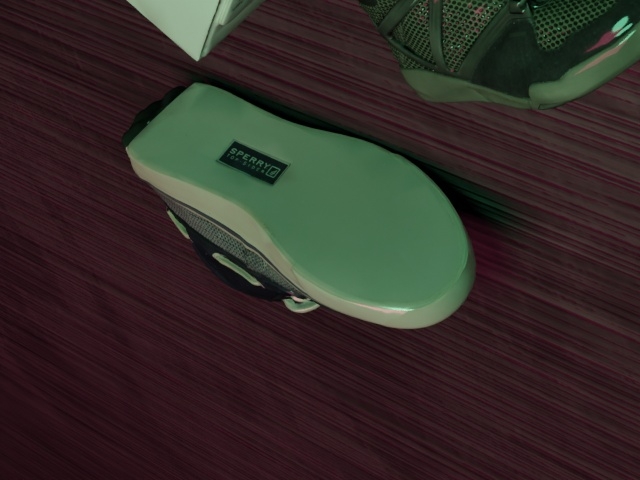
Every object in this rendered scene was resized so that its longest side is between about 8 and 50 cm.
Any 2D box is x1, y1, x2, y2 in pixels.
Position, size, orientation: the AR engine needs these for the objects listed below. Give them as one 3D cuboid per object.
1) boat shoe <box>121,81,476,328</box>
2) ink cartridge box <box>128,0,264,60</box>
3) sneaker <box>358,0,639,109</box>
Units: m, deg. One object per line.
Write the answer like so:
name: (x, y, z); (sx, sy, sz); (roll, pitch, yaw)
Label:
boat shoe: (0.000, 0.000, 1.291); (0.340, 0.127, 0.158); (33, 162, 39)
ink cartridge box: (-0.082, -0.257, 0.913); (0.233, 0.171, 0.168); (41, 156, 4)
sneaker: (0.094, -0.143, 0.934); (0.130, 0.087, 0.227); (48, 161, -26)
